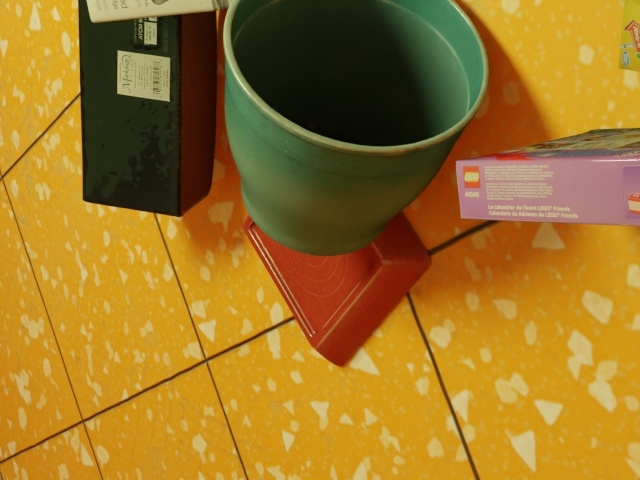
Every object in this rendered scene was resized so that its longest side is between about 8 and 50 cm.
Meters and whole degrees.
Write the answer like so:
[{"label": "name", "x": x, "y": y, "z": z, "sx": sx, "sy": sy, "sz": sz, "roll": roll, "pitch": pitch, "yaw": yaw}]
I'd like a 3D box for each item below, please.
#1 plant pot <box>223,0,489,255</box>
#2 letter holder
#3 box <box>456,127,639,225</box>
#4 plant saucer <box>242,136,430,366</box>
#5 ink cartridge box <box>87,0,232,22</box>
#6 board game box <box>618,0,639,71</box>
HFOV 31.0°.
[{"label": "plant pot", "x": 0.015, "y": -0.124, "z": 1.258, "sx": 0.272, "sy": 0.271, "sz": 0.255, "roll": 55, "pitch": 152, "yaw": 24}, {"label": "letter holder", "x": -0.220, "y": -0.215, "z": 1.622, "sx": 0.152, "sy": 0.214, "sz": 0.302, "roll": 9, "pitch": 111, "yaw": 16}, {"label": "box", "x": 0.288, "y": -0.057, "z": 0.969, "sx": 0.293, "sy": 0.201, "sz": 0.057, "roll": 4, "pitch": 104, "yaw": 51}, {"label": "plant saucer", "x": 0.000, "y": 0.000, "z": 1.474, "sx": 0.259, "sy": 0.047, "sz": 0.258, "roll": 58, "pitch": 139, "yaw": 20}, {"label": "ink cartridge box", "x": -0.132, "y": -0.377, "z": 1.329, "sx": 0.289, "sy": 0.121, "sz": 0.211, "roll": -3, "pitch": 111, "yaw": 17}, {"label": "board game box", "x": 0.319, "y": -0.222, "z": 1.018, "sx": 0.103, "sy": 0.026, "sz": 0.154, "roll": 20, "pitch": 116, "yaw": 47}]
